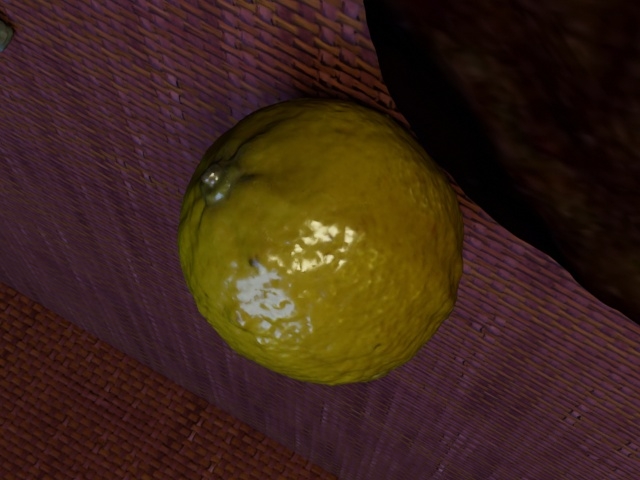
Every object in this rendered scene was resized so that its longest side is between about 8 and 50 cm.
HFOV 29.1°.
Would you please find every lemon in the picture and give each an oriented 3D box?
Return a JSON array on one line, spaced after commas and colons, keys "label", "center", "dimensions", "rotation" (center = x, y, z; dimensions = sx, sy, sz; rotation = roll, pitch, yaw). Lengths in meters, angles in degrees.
[{"label": "lemon", "center": [0.000, 0.000, 0.852], "dimensions": [0.192, 0.192, 0.231], "rotation": [12, 162, 46]}]

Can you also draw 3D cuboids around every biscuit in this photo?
[{"label": "biscuit", "center": [0.206, -0.053, 0.543], "dimensions": [0.407, 0.091, 0.407], "rotation": [30, 163, 10]}]

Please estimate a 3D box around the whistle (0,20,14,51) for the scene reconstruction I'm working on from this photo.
[{"label": "whistle", "center": [-0.370, -0.207, 1.055], "dimensions": [0.223, 0.123, 0.123], "rotation": [26, 169, -36]}]
